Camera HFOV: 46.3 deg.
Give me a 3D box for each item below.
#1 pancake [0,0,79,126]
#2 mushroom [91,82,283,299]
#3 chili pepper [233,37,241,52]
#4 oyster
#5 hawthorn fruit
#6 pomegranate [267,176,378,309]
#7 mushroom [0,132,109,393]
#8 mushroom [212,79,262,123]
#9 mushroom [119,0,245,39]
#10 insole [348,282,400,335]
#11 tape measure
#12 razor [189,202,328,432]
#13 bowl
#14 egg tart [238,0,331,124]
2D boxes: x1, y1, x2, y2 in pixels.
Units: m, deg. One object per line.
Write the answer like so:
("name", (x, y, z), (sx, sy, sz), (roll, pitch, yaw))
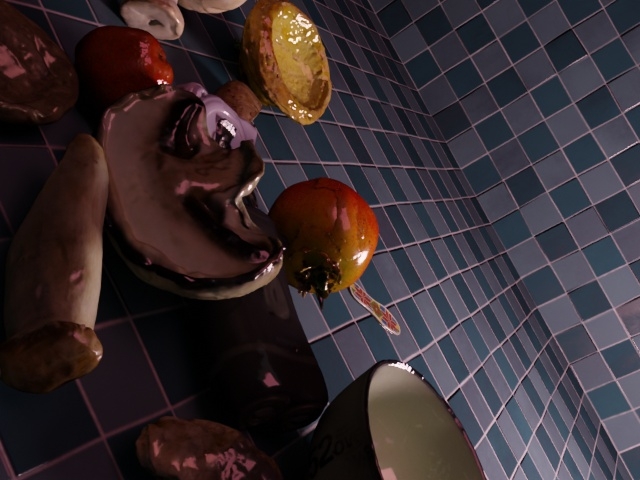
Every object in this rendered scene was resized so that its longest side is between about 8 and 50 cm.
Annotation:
("pancake", (-0.420, -0.234, 0.951), (0.242, 0.050, 0.242), (39, 26, -23))
("mushroom", (-0.181, -0.053, 1.012), (0.247, 0.130, 0.344), (-28, 68, -30))
("chili pepper", (-0.176, -0.442, 1.707), (0.030, 0.034, 0.091), (28, 21, 13))
("oyster", (-0.078, 0.337, 0.873), (0.341, 0.110, 0.166), (60, 24, 1))
("hawthorn fruit", (-0.288, -0.252, 1.100), (0.133, 0.137, 0.133), (168, -90, -89))
("pomegranate", (0.000, 0.000, 1.307), (0.210, 0.210, 0.235), (43, 28, -32))
("mushroom", (-0.292, 0.015, 0.833), (0.087, 0.107, 0.333), (90, -9, -52))
("mushroom", (-0.167, -0.256, 1.446), (0.094, 0.072, 0.210), (45, 26, -10))
("mushroom", (-0.232, -0.552, 1.391), (0.315, 0.315, 0.356), (22, 35, -54))
("insole", (0.119, 0.148, 1.617), (0.193, 0.006, 0.065), (44, 28, -33))
("tape measure", (-0.177, -0.144, 1.196), (0.196, 0.105, 0.179), (30, 61, -58))
("razor", (-0.101, 0.106, 1.095), (0.204, 0.113, 0.349), (28, 37, -50))
("bowl", (0.096, 0.370, 1.086), (0.354, 0.185, 0.354), (45, 27, -30))
("egg tart", (-0.089, -0.386, 1.641), (0.294, 0.123, 0.294), (26, 59, -54))
